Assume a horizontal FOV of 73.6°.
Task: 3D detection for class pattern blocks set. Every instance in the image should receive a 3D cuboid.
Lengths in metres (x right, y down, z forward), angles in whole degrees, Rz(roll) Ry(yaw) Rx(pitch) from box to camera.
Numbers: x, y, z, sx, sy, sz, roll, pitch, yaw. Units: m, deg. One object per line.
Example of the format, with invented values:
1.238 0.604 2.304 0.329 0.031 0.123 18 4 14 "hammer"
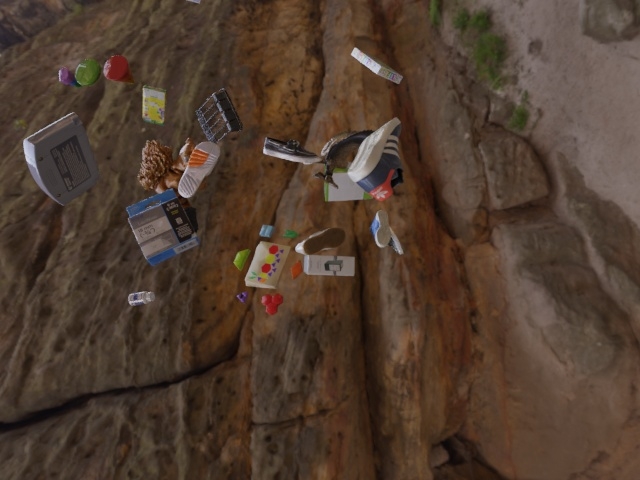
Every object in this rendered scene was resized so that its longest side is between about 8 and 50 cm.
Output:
-0.197 0.096 1.603 0.324 0.286 0.026 -63 -29 -17 "pattern blocks set"

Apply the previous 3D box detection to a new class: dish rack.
-0.502 -0.588 2.084 0.272 0.074 0.208 -14 103 53 "dish rack"

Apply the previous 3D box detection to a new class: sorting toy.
-1.001 -0.741 1.954 0.126 0.366 0.126 38 -128 -72 "sorting toy"

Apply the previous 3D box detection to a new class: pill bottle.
-0.945 0.305 2.268 0.067 0.120 0.066 -10 -90 -79 "pill bottle"

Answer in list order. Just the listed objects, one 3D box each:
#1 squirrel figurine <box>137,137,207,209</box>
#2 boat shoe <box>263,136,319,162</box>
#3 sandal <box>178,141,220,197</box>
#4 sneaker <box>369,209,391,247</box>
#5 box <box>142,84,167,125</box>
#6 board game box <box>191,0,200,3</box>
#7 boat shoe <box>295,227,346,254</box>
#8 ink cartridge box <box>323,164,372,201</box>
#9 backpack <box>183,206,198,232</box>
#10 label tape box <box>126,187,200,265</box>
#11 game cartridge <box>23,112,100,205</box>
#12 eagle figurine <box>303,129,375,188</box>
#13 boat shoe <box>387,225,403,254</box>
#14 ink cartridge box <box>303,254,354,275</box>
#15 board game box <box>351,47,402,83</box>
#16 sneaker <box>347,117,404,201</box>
-0.829 -0.410 2.439 0.370 0.398 0.280 -50 26 40 "squirrel figurine"
-0.150 -0.481 2.253 0.108 0.302 0.102 -59 -19 -67 "boat shoe"
-0.516 -0.303 1.815 0.102 0.265 0.076 35 -168 -5 "sandal"
0.214 -0.027 1.549 0.084 0.058 0.152 109 164 -56 "sneaker"
-0.807 -0.654 2.084 0.043 0.105 0.179 -92 18 -51 "box"
-0.473 -0.910 1.534 0.090 0.090 0.020 113 159 -45 "board game box"
0.000 0.000 2.001 0.096 0.277 0.098 -3 100 50 "boat shoe"
0.149 -0.308 2.252 0.188 0.256 0.096 91 175 -45 "ink cartridge box"
-0.739 -0.089 2.257 0.115 0.182 0.151 23 -129 -52 "backpack"
-0.739 -0.086 1.971 0.333 0.241 0.106 59 166 16 "label tape box"
-0.848 -0.256 1.412 0.062 0.198 0.297 36 146 12 "game cartridge"
0.094 -0.391 1.937 0.225 0.226 0.298 12 -73 -60 "eagle figurine"
0.335 -0.005 2.085 0.077 0.070 0.219 59 -175 -47 "boat shoe"
0.052 0.153 2.655 0.211 0.290 0.121 170 103 -81 "ink cartridge box"
0.178 -0.554 1.355 0.154 0.104 0.026 55 126 38 "board game box"
0.195 -0.241 1.289 0.148 0.131 0.350 45 -135 -15 "sneaker"
